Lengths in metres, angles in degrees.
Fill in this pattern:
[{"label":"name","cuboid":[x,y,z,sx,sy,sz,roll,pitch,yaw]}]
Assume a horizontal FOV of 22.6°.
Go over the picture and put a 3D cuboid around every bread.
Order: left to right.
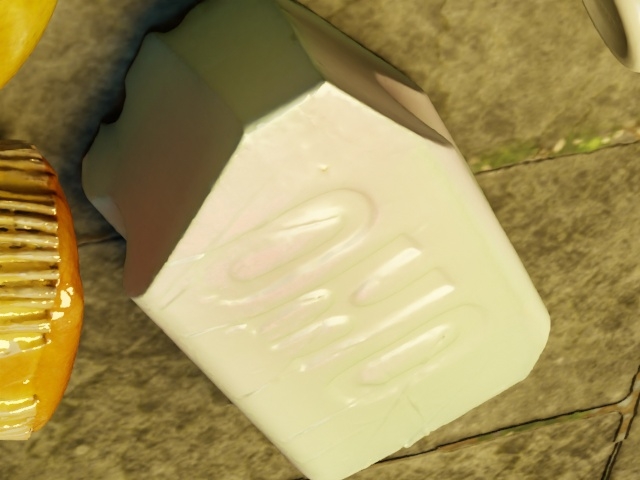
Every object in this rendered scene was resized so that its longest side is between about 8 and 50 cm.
[{"label":"bread","cuboid":[-0.197,0.030,0.915,0.114,0.132,0.190,-2,138,-25]}]

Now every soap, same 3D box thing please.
[{"label":"soap","cuboid":[0.000,0.000,1.000,0.208,0.115,0.347,-30,140,5]}]

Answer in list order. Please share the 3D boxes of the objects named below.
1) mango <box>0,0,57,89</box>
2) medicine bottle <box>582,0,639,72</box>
[{"label":"mango","cuboid":[-0.224,-0.106,0.760,0.167,0.130,0.262,13,133,-43]},{"label":"medicine bottle","cuboid":[0.246,-0.182,0.940,0.187,0.103,0.103,-26,140,0]}]
